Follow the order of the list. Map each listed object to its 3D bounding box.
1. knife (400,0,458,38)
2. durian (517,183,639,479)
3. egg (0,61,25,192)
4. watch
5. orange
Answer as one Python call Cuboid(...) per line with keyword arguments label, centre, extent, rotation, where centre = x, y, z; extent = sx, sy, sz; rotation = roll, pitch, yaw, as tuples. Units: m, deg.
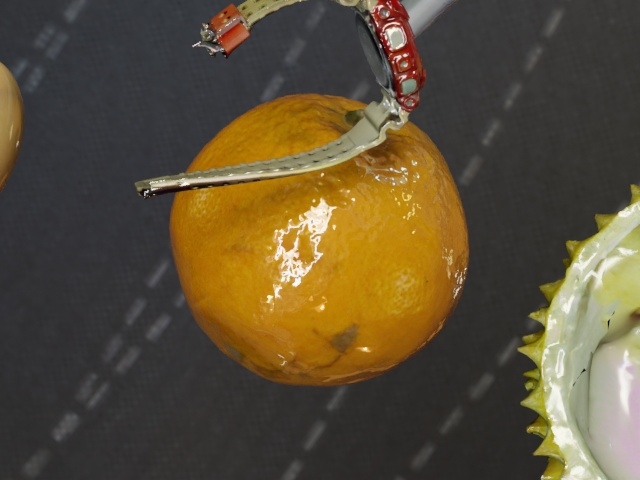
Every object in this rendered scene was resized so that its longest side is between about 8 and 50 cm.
Cuboid(label="knife", centre=(0.170, -0.328, 1.853), extent=(0.265, 0.040, 0.073), rotation=(-43, -150, 34))
Cuboid(label="durian", centre=(0.231, 0.062, 0.958), extent=(0.306, 0.166, 0.172), rotation=(-50, 120, -18))
Cuboid(label="egg", centre=(-0.485, -0.133, 2.020), extent=(0.244, 0.201, 0.201), rotation=(-49, 157, 10))
Cuboid(label="watch", centre=(-0.042, -0.135, 1.364), extent=(0.268, 0.102, 0.165), rotation=(-13, 115, -9))
Cuboid(label="orange", centre=(0.000, 0.000, 1.593), extent=(0.312, 0.312, 0.312), rotation=(-43, 153, -29))
